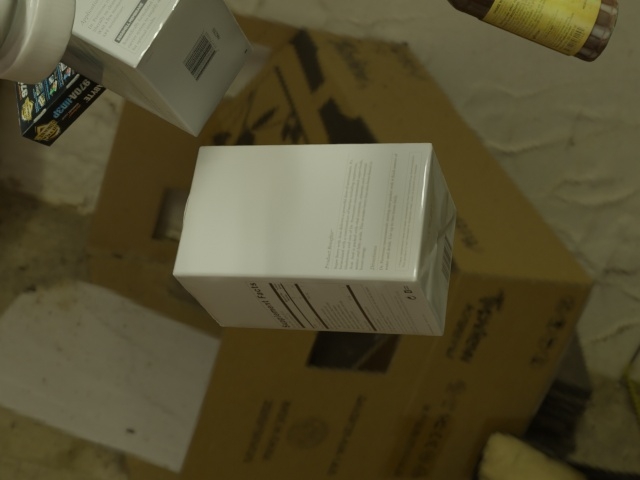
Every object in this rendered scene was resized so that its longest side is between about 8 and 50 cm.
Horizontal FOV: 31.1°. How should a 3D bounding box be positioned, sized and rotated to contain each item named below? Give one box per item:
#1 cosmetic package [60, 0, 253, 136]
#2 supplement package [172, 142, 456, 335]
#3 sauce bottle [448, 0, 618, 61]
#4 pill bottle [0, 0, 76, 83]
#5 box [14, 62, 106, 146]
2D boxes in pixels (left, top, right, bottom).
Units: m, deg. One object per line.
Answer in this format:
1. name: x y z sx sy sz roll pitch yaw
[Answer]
1. cosmetic package: -0.228 -0.256 1.323 0.224 0.138 0.224 31 -7 17
2. supplement package: 0.000 0.000 1.383 0.292 0.175 0.178 1 65 18
3. sauce bottle: 0.267 -0.372 1.696 0.344 0.111 0.111 20 27 -11
4. pill bottle: -0.300 -0.187 0.840 0.221 0.121 0.121 10 28 -42
5. box: -0.363 -0.270 1.615 0.051 0.175 0.220 21 42 -43
